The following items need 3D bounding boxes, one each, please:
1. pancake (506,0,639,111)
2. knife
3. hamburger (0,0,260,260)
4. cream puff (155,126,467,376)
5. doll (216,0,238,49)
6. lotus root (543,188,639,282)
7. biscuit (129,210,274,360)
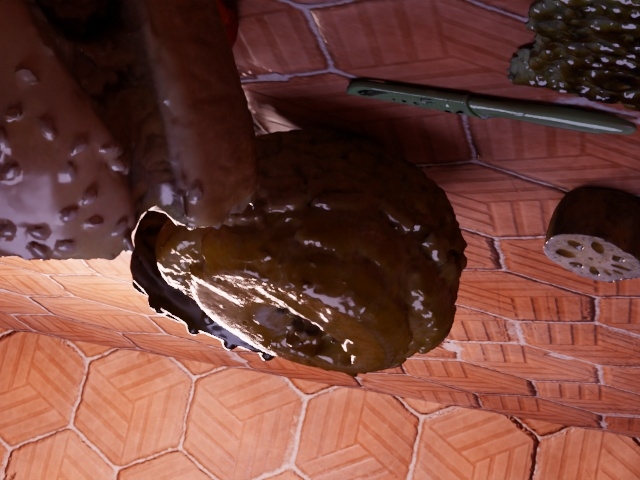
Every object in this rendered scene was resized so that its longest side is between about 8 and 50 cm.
[{"bbox_3d":[0.295,-0.154,1.311,0.304,0.067,0.427,11,167,10],"label":"pancake"},{"bbox_3d":[0.167,-0.131,1.589,0.293,0.020,0.043,10,167,11],"label":"knife"},{"bbox_3d":[-0.251,-0.187,1.160,0.268,0.287,0.445,-18,-142,-34],"label":"hamburger"},{"bbox_3d":[0.000,0.000,1.787,0.343,0.231,0.327,11,158,27],"label":"cream puff"},{"bbox_3d":[-0.141,-0.142,1.512,0.099,0.188,0.384,42,179,-1],"label":"doll"},{"bbox_3d":[0.313,-0.009,1.807,0.112,0.081,0.122,24,162,-32],"label":"lotus root"},{"bbox_3d":[-0.089,0.049,2.049,0.332,0.103,0.332,18,-163,-6],"label":"biscuit"}]
